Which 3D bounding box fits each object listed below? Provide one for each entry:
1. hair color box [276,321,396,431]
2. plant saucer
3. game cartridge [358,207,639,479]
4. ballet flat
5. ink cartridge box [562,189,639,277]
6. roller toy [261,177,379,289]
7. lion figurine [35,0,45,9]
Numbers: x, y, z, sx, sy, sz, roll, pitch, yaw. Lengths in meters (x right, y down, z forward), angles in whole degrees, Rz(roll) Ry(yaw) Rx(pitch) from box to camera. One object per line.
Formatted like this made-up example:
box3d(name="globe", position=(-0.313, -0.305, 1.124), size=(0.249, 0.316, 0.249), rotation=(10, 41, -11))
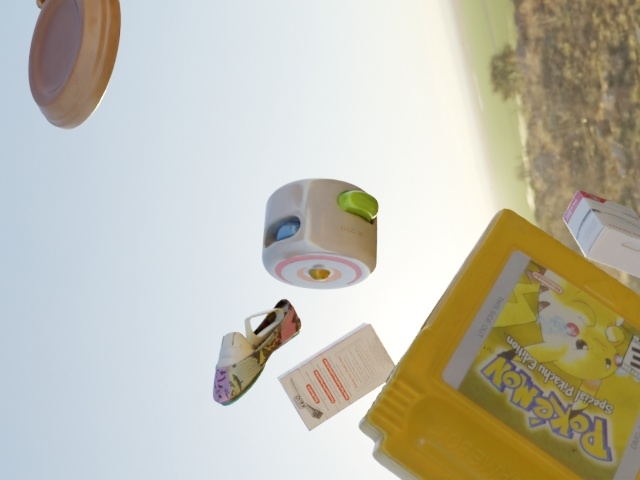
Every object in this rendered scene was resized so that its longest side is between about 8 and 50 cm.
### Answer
box3d(name="hair color box", position=(0.027, 0.210, 1.076), size=(0.093, 0.167, 0.053), rotation=(60, 170, 0))
box3d(name="plant saucer", position=(-0.311, -0.238, 0.849), size=(0.037, 0.200, 0.199), rotation=(8, -114, -45))
box3d(name="game cartridge", position=(0.231, 0.155, 0.705), size=(0.323, 0.285, 0.052), rotation=(-51, -8, -31))
box3d(name="ballet flat", position=(-0.105, 0.160, 1.064), size=(0.221, 0.077, 0.079), rotation=(-42, -65, -49))
box3d(name="ink cartridge box", position=(0.480, -0.013, 1.141), size=(0.150, 0.109, 0.063), rotation=(-81, 13, -62))
box3d(name="roller toy", position=(0.000, 0.000, 1.151), size=(0.209, 0.191, 0.146), rotation=(84, -172, -65))
box3d(name="lion figurine", position=(-0.368, -0.494, 1.051), size=(0.142, 0.240, 0.392), rotation=(30, -145, -32))
